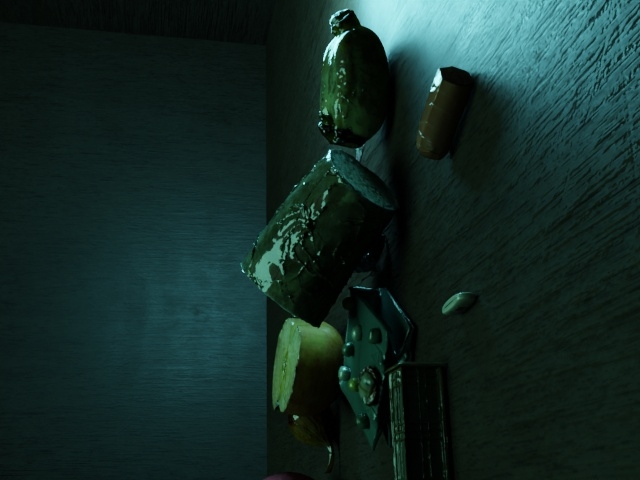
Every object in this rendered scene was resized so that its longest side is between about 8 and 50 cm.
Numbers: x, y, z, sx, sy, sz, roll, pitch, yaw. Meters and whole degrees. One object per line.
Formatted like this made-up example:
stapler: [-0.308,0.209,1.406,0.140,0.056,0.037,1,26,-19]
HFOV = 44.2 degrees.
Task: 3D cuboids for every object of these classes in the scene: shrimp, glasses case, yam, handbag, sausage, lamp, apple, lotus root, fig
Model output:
shrimp: [0.092,0.043,1.757,0.174,0.082,0.076,124,152,-57]
glasses case: [0.215,0.099,1.226,0.083,0.032,0.021,117,150,-64]
yam: [0.000,0.000,1.643,0.348,0.241,0.241,-55,22,17]
handbag: [0.100,0.244,1.612,0.274,0.100,0.268,-114,30,-68]
sausage: [0.198,-0.200,1.300,0.065,0.065,0.169,-100,18,-48]
lamp: [0.165,0.364,1.288,0.090,0.089,0.325,125,145,-69]
apple: [-0.019,0.332,2.024,0.293,0.163,0.251,-170,89,-79]
lotus root: [0.075,-0.357,1.743,0.173,0.173,0.309,161,110,-78]
fig: [-0.001,0.510,2.099,0.201,0.134,0.146,51,172,43]

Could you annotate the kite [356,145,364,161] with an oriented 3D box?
kite: [0.091,-0.233,2.011,0.152,0.005,0.137,-174,87,-80]

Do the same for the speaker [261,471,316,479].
speaker: [-0.080,0.750,2.007,0.294,0.295,0.294,-178,90,-79]
